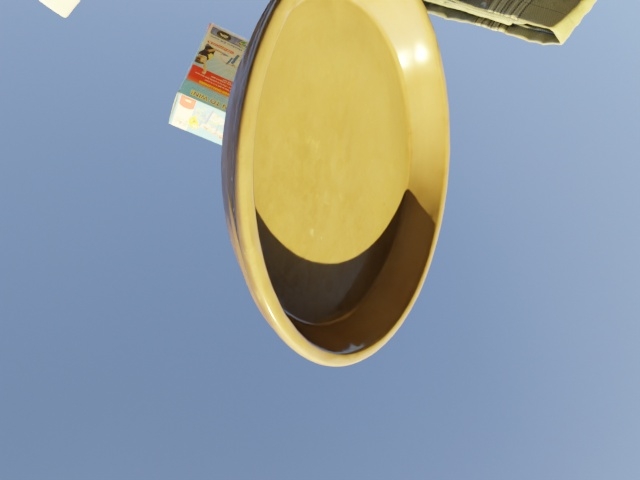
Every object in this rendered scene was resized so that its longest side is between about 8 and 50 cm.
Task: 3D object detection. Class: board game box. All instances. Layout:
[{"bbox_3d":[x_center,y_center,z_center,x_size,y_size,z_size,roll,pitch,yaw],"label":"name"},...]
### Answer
[{"bbox_3d":[-0.151,-0.325,1.336,0.308,0.086,0.302,22,-135,-14],"label":"board game box"}]

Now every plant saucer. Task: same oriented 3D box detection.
[{"bbox_3d":[0.023,-0.053,0.414,0.277,0.041,0.278,-17,-69,-56],"label":"plant saucer"}]

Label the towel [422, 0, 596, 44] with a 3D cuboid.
[{"bbox_3d":[0.233,-0.372,0.659,0.324,0.056,0.312,-50,-129,-2],"label":"towel"}]

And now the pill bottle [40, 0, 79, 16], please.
[{"bbox_3d":[-0.513,-0.697,1.256,0.224,0.224,0.392,38,-85,-6],"label":"pill bottle"}]
